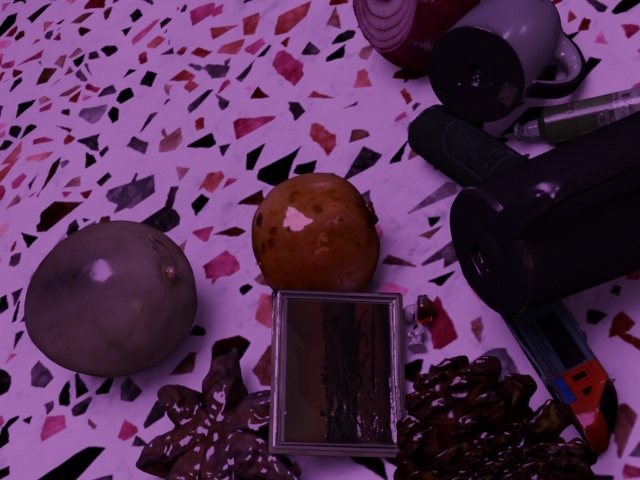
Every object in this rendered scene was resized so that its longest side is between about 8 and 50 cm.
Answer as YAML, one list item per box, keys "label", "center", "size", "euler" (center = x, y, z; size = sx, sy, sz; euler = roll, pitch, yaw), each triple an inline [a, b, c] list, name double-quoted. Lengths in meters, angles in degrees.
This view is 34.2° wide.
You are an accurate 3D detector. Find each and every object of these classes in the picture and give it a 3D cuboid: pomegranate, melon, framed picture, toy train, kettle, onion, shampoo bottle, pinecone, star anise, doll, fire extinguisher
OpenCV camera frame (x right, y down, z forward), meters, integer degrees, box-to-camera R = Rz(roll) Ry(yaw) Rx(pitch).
- label: "pomegranate"
  center: [0.000, 0.000, 1.620]
  size: [0.215, 0.215, 0.215]
  euler: [-16, 49, 19]
- label: "melon"
  center: [-0.343, 0.096, 1.708]
  size: [0.307, 0.272, 0.272]
  euler: [2, 56, 26]
- label: "framed picture"
  center: [0.026, 0.185, 1.488]
  size: [0.197, 0.014, 0.252]
  euler: [2, 62, -4]
- label: "toy train"
  center: [0.301, 0.110, 1.430]
  size: [0.089, 0.086, 0.409]
  euler: [-30, 45, 3]
- label: "kettle"
  center: [0.353, -0.032, 1.336]
  size: [0.307, 0.203, 0.262]
  euler: [-21, 11, -19]
- label: "onion"
  center: [0.199, -0.418, 1.844]
  size: [0.206, 0.216, 0.206]
  euler: [-12, 77, -25]
- label: "shampoo bottle"
  center: [0.404, -0.189, 1.623]
  size: [0.204, 0.065, 0.065]
  euler: [-10, 51, 24]
- label: "pinecone"
  center: [0.201, 0.266, 1.282]
  size: [0.246, 0.246, 0.292]
  euler: [-30, 29, 7]
- label: "kettle"
  center: [0.317, -0.299, 1.684]
  size: [0.221, 0.161, 0.236]
  euler: [30, 42, 12]
- label: "star anise"
  center: [-0.135, 0.288, 1.531]
  size: [0.315, 0.108, 0.315]
  euler: [-21, 49, 25]
- label: "doll"
  center: [0.147, 0.122, 1.545]
  size: [0.058, 0.040, 0.085]
  euler: [-33, 39, 21]
- label: "fire extinguisher"
  center: [0.256, -0.110, 1.620]
  size: [0.114, 0.095, 0.311]
  euler: [-10, 35, -34]
